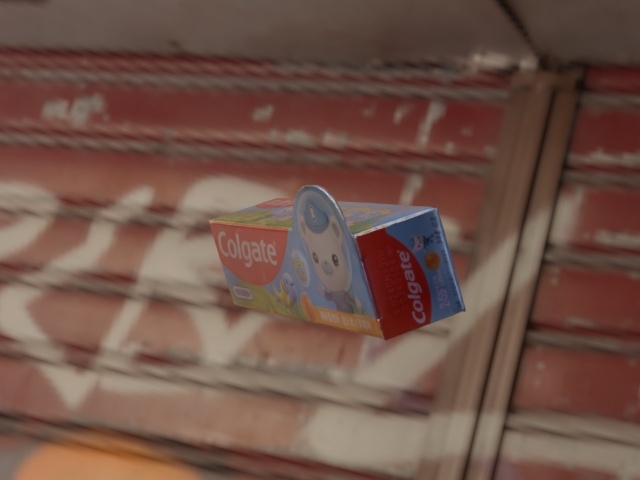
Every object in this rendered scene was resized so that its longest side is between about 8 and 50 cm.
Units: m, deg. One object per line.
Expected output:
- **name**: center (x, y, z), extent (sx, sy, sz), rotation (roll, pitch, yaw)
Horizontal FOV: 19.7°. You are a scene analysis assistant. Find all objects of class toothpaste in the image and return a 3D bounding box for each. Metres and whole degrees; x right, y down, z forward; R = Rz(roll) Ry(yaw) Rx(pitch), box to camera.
- **toothpaste**: center (0.000, 0.000, 0.872), extent (0.044, 0.070, 0.193), rotation (-20, 10, -20)
